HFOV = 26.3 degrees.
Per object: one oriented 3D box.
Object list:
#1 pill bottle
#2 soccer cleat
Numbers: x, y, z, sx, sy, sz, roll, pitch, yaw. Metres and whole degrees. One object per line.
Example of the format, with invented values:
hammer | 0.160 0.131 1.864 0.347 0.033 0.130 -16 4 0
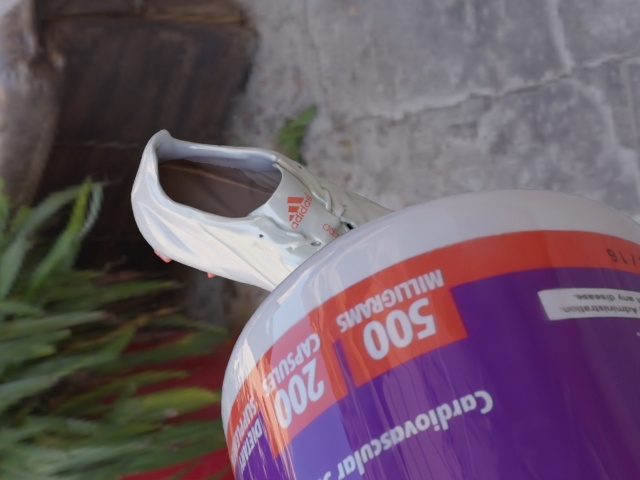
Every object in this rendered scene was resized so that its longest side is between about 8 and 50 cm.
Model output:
pill bottle | 0.084 0.150 0.429 0.181 0.181 0.323 116 148 -41
soccer cleat | 0.000 0.000 0.665 0.196 0.068 0.076 16 147 7
